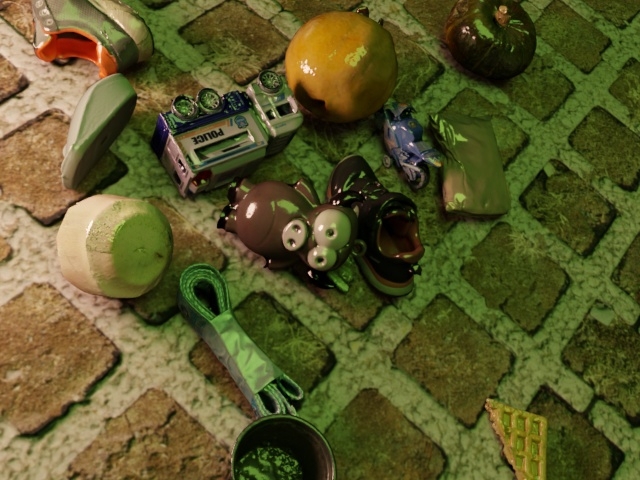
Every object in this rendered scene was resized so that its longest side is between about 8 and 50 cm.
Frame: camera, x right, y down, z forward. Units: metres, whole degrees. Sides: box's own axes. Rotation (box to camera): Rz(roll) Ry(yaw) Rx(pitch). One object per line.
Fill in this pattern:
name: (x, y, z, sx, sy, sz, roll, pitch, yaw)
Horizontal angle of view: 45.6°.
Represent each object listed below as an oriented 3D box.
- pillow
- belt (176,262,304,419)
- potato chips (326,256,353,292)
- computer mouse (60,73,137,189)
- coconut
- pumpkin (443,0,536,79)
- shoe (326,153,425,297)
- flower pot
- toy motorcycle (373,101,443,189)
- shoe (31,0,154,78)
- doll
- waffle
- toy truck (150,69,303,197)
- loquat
pillow: (0.304, -0.163, 1.571, 0.174, 0.067, 0.270, 6, 59, -23)
belt: (-0.127, 0.167, 1.213, 0.087, 0.072, 0.302, -30, 74, -29)
potato chips: (0.000, 0.000, 1.384, 0.092, 0.028, 0.207, -38, 75, -27)
computer mouse: (-0.391, -0.193, 1.300, 0.079, 0.128, 0.230, 27, 52, -5)
coconut: (-0.323, 0.007, 1.188, 0.171, 0.183, 0.170, -8, 101, -43)
pumpkin: (0.390, -0.481, 1.735, 0.219, 0.162, 0.218, 7, 63, -15)
shoe: (0.103, -0.043, 1.383, 0.114, 0.137, 0.290, -13, 65, -27)
flower pot: (-0.065, 0.345, 1.111, 0.158, 0.106, 0.157, 9, 55, -14)
toy motorcycle: (0.169, -0.202, 1.515, 0.076, 0.114, 0.205, -16, 67, -28)
shoe: (-0.484, -0.408, 1.402, 0.337, 0.132, 0.171, 37, 65, 0)
doll: (-0.043, -0.027, 1.312, 0.258, 0.181, 0.117, 22, 12, 9)
waffle: (0.325, 0.373, 1.281, 0.125, 0.032, 0.190, 21, 54, -9)
toy truck: (-0.157, -0.194, 1.388, 0.268, 0.124, 0.155, -24, 79, -28)
loquat: (0.041, -0.342, 1.506, 0.239, 0.193, 0.238, -3, 64, 6)
